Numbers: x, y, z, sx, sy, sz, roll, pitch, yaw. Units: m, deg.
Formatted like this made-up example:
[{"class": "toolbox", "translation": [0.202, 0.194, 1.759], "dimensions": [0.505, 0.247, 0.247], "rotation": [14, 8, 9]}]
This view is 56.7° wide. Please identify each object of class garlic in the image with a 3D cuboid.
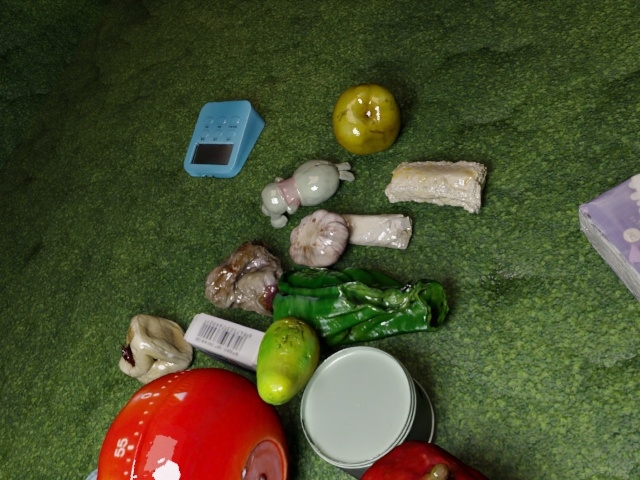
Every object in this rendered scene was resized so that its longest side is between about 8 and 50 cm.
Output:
[{"class": "garlic", "translation": [0.000, 0.000, 1.425], "dimensions": [0.159, 0.102, 0.147], "rotation": [-36, 55, 20]}]

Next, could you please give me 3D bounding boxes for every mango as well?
[{"class": "mango", "translation": [-0.063, 0.229, 1.145], "dimensions": [0.125, 0.111, 0.233], "rotation": [-52, 11, 18]}]

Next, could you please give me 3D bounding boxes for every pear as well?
[{"class": "pear", "translation": [0.123, -0.319, 1.570], "dimensions": [0.200, 0.200, 0.200], "rotation": [-16, 51, 21]}]

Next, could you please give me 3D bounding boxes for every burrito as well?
[{"class": "burrito", "translation": [0.093, -0.028, 1.456], "dimensions": [0.275, 0.059, 0.082], "rotation": [5, 75, 34]}]

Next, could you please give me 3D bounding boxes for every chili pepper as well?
[{"class": "chili pepper", "translation": [0.068, 0.145, 1.267], "dimensions": [0.385, 0.213, 0.167], "rotation": [-1, 100, 37]}]

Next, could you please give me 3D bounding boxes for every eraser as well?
[{"class": "eraser", "translation": [-0.175, 0.251, 1.366], "dimensions": [0.279, 0.124, 0.081], "rotation": [10, 64, 36]}]

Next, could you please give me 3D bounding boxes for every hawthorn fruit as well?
[{"class": "hawthorn fruit", "translation": [0.157, 0.438, 0.897], "dimensions": [0.265, 0.307, 0.265], "rotation": [-3, 39, 2]}]

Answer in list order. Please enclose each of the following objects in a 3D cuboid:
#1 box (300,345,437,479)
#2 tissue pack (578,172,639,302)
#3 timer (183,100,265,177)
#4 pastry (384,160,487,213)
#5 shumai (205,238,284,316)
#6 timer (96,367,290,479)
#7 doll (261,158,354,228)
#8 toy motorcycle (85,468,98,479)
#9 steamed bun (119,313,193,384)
[{"class": "box", "translation": [0.092, 0.332, 1.128], "dimensions": [0.226, 0.149, 0.226], "rotation": [-16, 52, 20]}, {"class": "tissue pack", "translation": [0.684, -0.045, 1.063], "dimensions": [0.344, 0.125, 0.242], "rotation": [-30, 47, 8]}, {"class": "timer", "translation": [-0.323, -0.322, 1.907], "dimensions": [0.232, 0.091, 0.250], "rotation": [6, 65, 34]}, {"class": "pastry", "translation": [0.271, -0.138, 1.416], "dimensions": [0.258, 0.089, 0.121], "rotation": [11, 52, 33]}, {"class": "shumai", "translation": [-0.166, 0.113, 1.477], "dimensions": [0.184, 0.218, 0.185], "rotation": [-45, 88, 10]}, {"class": "timer", "translation": [-0.219, 0.426, 1.089], "dimensions": [0.279, 0.378, 0.378], "rotation": [-5, 55, 24]}, {"class": "doll", "translation": [-0.047, -0.140, 1.585], "dimensions": [0.275, 0.113, 0.155], "rotation": [-30, 44, 11]}, {"class": "toy motorcycle", "translation": [-0.497, 0.641, 1.231], "dimensions": [0.319, 0.182, 0.241], "rotation": [-39, 46, -1]}, {"class": "steamed bun", "translation": [-0.428, 0.287, 1.486], "dimensions": [0.155, 0.172, 0.141], "rotation": [-49, 34, 16]}]
